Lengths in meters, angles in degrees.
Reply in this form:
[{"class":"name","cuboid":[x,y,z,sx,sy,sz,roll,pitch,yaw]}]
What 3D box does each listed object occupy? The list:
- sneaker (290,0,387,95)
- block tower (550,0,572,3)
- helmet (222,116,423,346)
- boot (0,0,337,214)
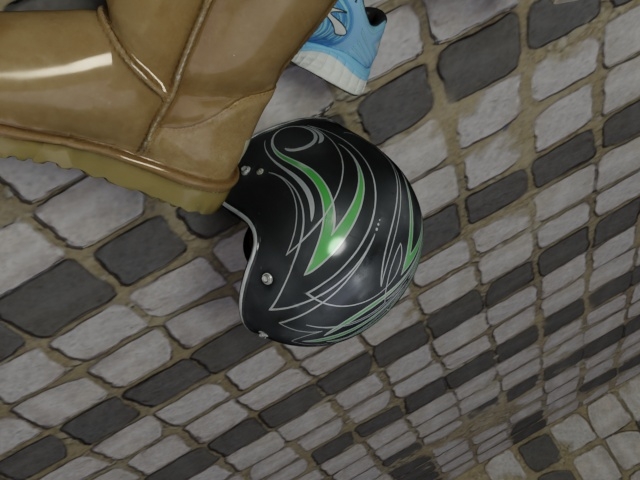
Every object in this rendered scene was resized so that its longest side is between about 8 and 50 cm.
[{"class":"sneaker","cuboid":[-0.011,-0.155,0.602,0.162,0.063,0.073,13,111,-56]},{"class":"block tower","cuboid":[0.169,-0.288,0.496,0.097,0.091,0.335,-16,148,-32]},{"class":"helmet","cuboid":[0.000,0.000,0.730,0.169,0.161,0.169,-22,150,-13]},{"class":"boot","cuboid":[-0.090,-0.163,0.470,0.236,0.089,0.269,16,119,-28]}]
